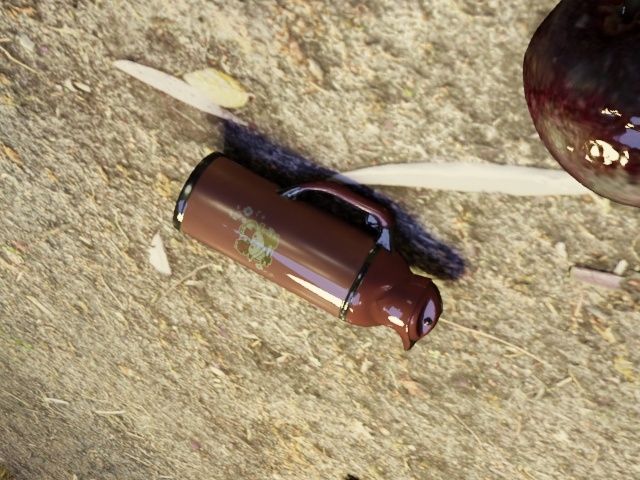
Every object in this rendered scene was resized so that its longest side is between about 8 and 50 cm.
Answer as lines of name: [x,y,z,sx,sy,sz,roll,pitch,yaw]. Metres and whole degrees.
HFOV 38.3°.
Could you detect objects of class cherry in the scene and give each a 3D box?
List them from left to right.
cherry: [0.249,-0.107,0.663,0.195,0.195,0.195,23,145,18]

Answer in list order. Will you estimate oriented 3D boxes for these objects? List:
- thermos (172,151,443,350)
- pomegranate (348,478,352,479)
thermos: [0.000,0.004,1.093,0.330,0.136,0.109,28,173,11]
pomegranate: [0.088,0.509,1.591,0.209,0.180,0.180,63,157,27]
